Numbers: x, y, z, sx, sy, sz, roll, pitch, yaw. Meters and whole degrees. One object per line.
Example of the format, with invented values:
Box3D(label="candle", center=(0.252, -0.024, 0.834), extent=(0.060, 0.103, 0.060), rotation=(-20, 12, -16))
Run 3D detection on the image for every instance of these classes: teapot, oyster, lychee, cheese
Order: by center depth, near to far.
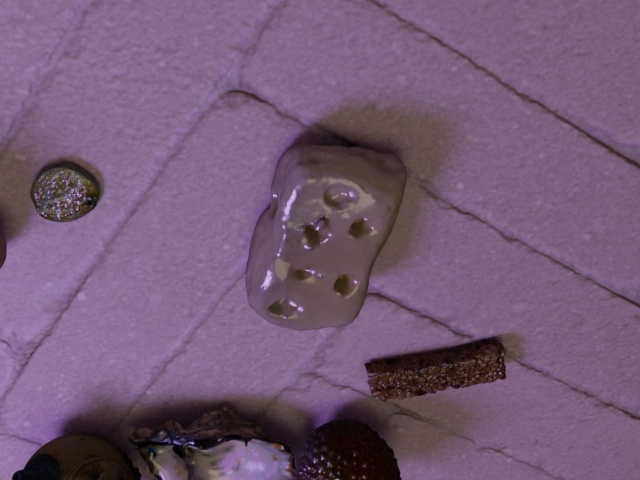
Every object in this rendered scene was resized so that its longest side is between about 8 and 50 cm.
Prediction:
Box3D(label="cheese", center=(0.000, 0.001, 1.233), extent=(0.159, 0.093, 0.263), rotation=(11, 127, -13))
Box3D(label="teapot", center=(-0.318, 0.365, 1.420), extent=(0.269, 0.173, 0.182), rotation=(27, 156, -33))
Box3D(label="lychee", center=(0.042, 0.356, 1.468), extent=(0.165, 0.165, 0.197), rotation=(-26, 110, 14))
Box3D(label="oyster", center=(-0.159, 0.333, 1.485), extent=(0.259, 0.092, 0.198), rotation=(11, 127, -27))

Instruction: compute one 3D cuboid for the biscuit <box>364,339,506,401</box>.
Box3D(label="biscuit", center=(0.165, 0.186, 1.430), extent=(0.199, 0.034, 0.064), rotation=(-10, 129, 3))

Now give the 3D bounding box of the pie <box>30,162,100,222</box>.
Box3D(label="pie", center=(-0.307, -0.055, 1.204), extent=(0.085, 0.017, 0.085), rotation=(-3, 129, -4))

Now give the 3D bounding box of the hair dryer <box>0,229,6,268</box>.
Box3D(label="hair dryer", center=(-0.535, 0.085, 1.232), extent=(0.344, 0.189, 0.107), rotation=(-21, 123, 38))
